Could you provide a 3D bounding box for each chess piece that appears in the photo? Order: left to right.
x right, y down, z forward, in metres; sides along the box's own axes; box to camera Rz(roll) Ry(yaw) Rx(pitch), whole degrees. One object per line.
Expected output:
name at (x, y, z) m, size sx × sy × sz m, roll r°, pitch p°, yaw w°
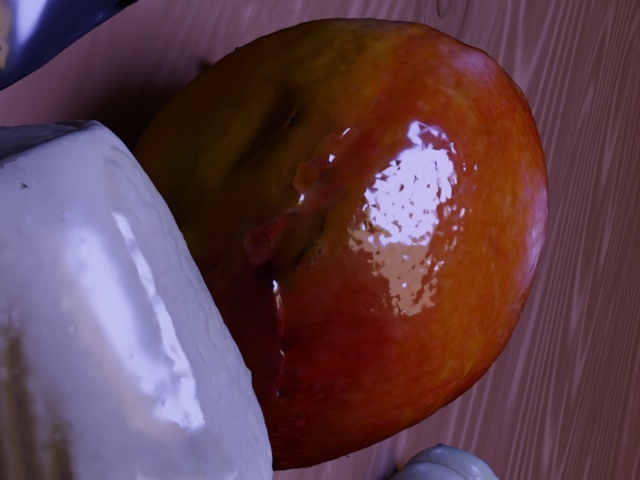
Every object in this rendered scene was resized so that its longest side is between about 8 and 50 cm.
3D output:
chess piece at (0.071, 0.302, 1.338) m, size 0.243 × 0.133 × 0.133 m, roll -25°, pitch 113°, yaw -51°

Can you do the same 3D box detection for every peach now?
peach at (0.001, 0.002, 1.005) m, size 0.290 × 0.372 × 0.372 m, roll 58°, pitch 33°, yaw 1°

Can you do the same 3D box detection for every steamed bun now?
steamed bun at (-0.170, 0.060, 0.784) m, size 0.272 × 0.273 × 0.290 m, roll -69°, pitch 145°, yaw -63°

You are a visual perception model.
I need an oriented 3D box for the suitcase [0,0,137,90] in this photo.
suitcase at (-0.183, -0.189, 0.636) m, size 0.345 × 0.339 × 0.188 m, roll -50°, pitch 137°, yaw -49°

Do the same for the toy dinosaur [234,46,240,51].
toy dinosaur at (-0.026, -0.057, 1.223) m, size 0.286 × 0.070 × 0.139 m, roll 29°, pitch 88°, yaw -56°
